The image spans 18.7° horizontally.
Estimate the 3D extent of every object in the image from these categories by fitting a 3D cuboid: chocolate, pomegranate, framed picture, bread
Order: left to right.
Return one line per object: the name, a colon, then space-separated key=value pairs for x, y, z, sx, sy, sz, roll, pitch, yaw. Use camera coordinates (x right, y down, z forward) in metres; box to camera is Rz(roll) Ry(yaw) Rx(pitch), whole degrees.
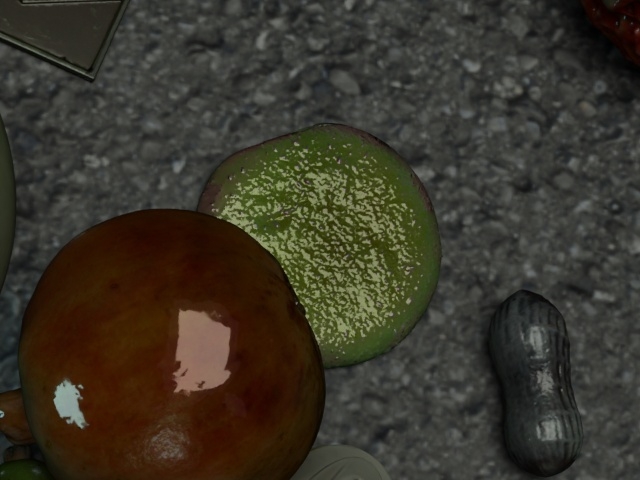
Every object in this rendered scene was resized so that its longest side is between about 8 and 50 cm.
pomegranate: x=-0.246 y=0.204 z=1.580 sx=0.073 sy=0.073 sz=0.084 roll=-37 pitch=67 yaw=-20
framed picture: x=-0.248 y=-0.217 z=1.724 sx=0.149 sy=0.011 sz=0.109 roll=24 pitch=71 yaw=-6
pomegranate: x=-0.135 y=0.107 z=1.547 sx=0.270 sy=0.229 sz=0.252 roll=-22 pitch=71 yaw=5
bread: x=0.000 y=0.000 z=1.712 sx=0.228 sy=0.033 sz=0.228 roll=3 pitch=75 yaw=-11
chocolate: x=0.187 y=0.124 z=1.703 sx=0.072 sy=0.072 sz=0.167 roll=-3 pitch=78 yaw=-14

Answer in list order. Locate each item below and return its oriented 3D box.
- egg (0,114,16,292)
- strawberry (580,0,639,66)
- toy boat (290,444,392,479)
egg: x=-0.376 y=-0.048 z=1.503 sx=0.278 sy=0.278 sz=0.336 roll=-23 pitch=76 yaw=-18
strawberry: x=0.378 y=-0.242 z=1.821 sx=0.336 sy=0.149 sz=0.265 roll=23 pitch=64 yaw=-17
toy boat: x=-0.032 y=0.286 z=1.575 sx=0.141 sy=0.141 sz=0.269 roll=36 pitch=84 yaw=-2
